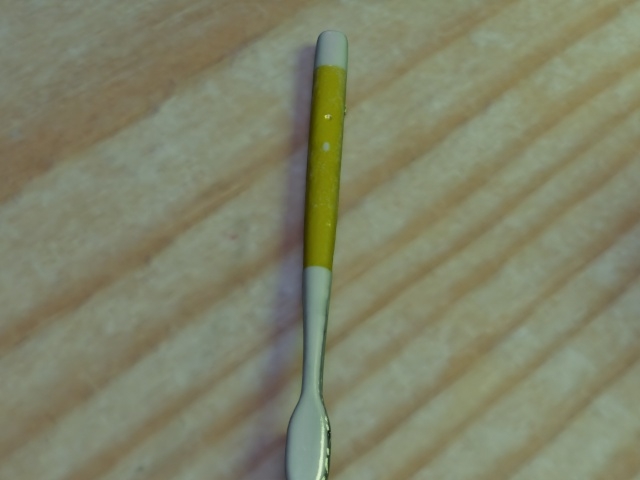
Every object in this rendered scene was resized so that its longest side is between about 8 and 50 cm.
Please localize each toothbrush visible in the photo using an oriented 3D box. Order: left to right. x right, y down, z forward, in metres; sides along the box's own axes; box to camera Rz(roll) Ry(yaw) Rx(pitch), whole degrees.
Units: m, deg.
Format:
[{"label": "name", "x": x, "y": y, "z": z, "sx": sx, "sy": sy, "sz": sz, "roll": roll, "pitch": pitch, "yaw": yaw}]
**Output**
[{"label": "toothbrush", "x": 0.000, "y": 0.000, "z": 0.598, "sx": 0.021, "sy": 0.024, "sz": 0.288, "roll": 6, "pitch": 55, "yaw": -3}]
